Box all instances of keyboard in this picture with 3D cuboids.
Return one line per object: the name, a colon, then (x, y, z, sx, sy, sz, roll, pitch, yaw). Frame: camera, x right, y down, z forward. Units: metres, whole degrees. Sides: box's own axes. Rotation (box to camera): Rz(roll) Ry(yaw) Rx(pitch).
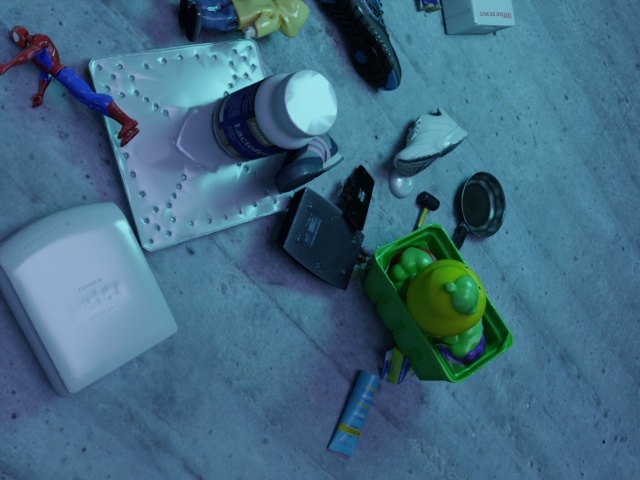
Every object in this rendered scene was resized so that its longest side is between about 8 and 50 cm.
keyboard: (0.085, -0.114, 1.620, 0.100, 0.038, 0.192, 50, 38, -30)

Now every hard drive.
hard drive: (0.000, 0.000, 1.529, 0.255, 0.054, 0.171, 37, 66, -45)

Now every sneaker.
sneaker: (0.279, -0.268, 1.756, 0.129, 0.111, 0.297, 52, 46, 4)
sneaker: (-0.047, -0.194, 1.444, 0.131, 0.112, 0.319, 60, 20, -6)
sneaker: (0.128, -0.546, 1.639, 0.139, 0.125, 0.340, -47, 116, -34)

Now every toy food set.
toy food set: (0.106, 0.055, 1.657, 0.122, 0.019, 0.077, -18, 98, -28)

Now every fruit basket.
fruit basket: (0.295, 0.135, 1.526, 0.283, 0.392, 0.391, -23, 101, -34)

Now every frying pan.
frying pan: (0.457, -0.048, 1.901, 0.197, 0.053, 0.326, 29, 73, -32)

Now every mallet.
mallet: (0.267, -0.048, 1.773, 0.062, 0.039, 0.189, 39, 70, -28)

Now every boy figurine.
boy figurine: (-0.163, -0.498, 1.416, 0.285, 0.092, 0.177, -12, 53, -32)

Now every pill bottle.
pill bottle: (-0.093, -0.253, 1.307, 0.153, 0.265, 0.153, 2, 86, -36)

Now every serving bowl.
serving bowl: (0.224, -0.157, 1.748, 0.083, 0.027, 0.083, 1, 88, -36)

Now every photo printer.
photo printer: (-0.435, 0.093, 1.197, 0.256, 0.107, 0.307, -30, 105, -34)

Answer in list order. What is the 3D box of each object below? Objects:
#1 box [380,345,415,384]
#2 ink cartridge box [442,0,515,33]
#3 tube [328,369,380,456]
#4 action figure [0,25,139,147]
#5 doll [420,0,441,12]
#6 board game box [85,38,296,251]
box: (0.241, 0.306, 1.701, 0.178, 0.042, 0.109, -21, 131, -36)
ink cartridge box: (0.451, -0.751, 1.892, 0.199, 0.115, 0.272, -14, 96, -38)
tube: (0.088, 0.429, 1.609, 0.080, 0.052, 0.207, 27, 78, -23)
action figure: (-0.481, -0.266, 1.176, 0.280, 0.091, 0.139, 46, 75, -3)
doll: (0.299, -0.745, 1.823, 0.129, 0.046, 0.188, -13, 93, -46)
board game box: (-0.260, -0.213, 1.379, 0.390, 0.050, 0.389, -20, 100, -36)
